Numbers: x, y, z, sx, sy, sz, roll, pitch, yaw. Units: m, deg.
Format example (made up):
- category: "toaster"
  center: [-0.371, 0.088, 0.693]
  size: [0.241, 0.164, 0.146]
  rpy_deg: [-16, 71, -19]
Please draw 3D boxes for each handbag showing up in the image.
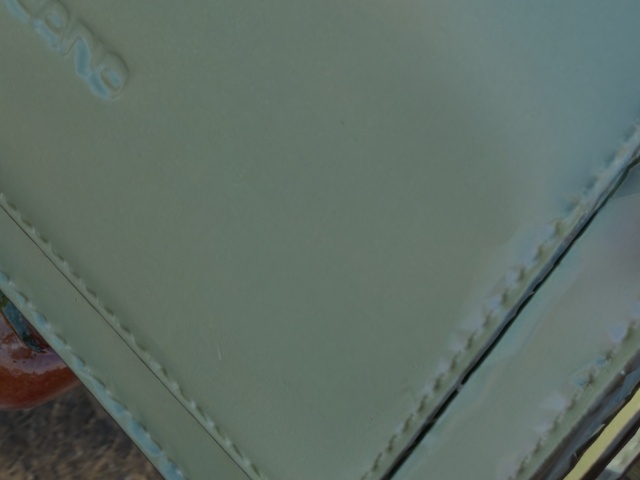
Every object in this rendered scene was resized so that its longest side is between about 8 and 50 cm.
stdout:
- category: "handbag"
  center: [-0.014, -0.103, 0.430]
  size: [0.358, 0.237, 0.160]
  rpy_deg: [44, 32, 19]

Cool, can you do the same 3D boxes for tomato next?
- category: "tomato"
  center: [-0.227, 0.055, 1.204]
  size: [0.167, 0.167, 0.167]
  rpy_deg: [11, 68, -29]

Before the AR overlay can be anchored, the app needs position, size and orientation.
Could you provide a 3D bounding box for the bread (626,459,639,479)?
- category: "bread"
  center: [0.309, 0.113, 1.171]
  size: [0.328, 0.295, 0.114]
  rpy_deg: [46, 65, -4]
